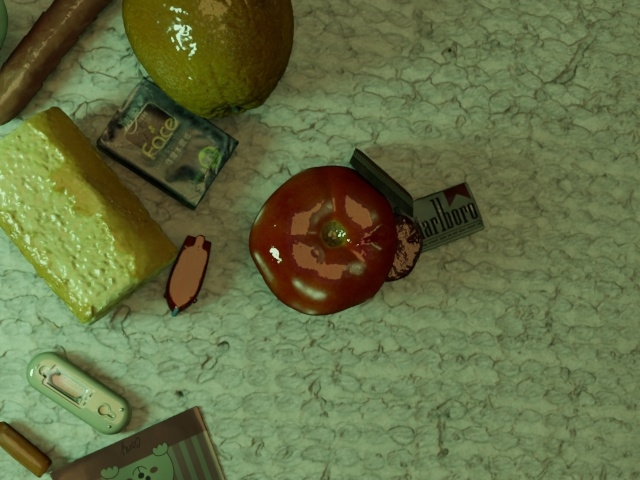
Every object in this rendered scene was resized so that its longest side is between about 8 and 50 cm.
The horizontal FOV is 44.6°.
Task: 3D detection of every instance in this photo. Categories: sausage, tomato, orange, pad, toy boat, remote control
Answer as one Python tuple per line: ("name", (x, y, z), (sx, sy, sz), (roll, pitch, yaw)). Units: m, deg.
("sausage", (-0.525, -0.404, 1.540), (0.088, 0.088, 0.433), (35, 76, -7))
("tomato", (0.000, 0.000, 1.539), (0.299, 0.226, 0.298), (0, 87, -8))
("sausage", (-0.560, 0.387, 1.454), (0.131, 0.041, 0.039), (43, 81, -5))
("orange", (-0.212, -0.417, 1.502), (0.322, 0.322, 0.357), (-17, 97, -15))
("pad", (-0.335, 0.467, 1.485), (0.300, 0.005, 0.202), (-20, 88, -26))
("toy boat", (-0.266, 0.071, 1.555), (0.069, 0.059, 0.173), (18, 86, -10))
("remote control", (-0.460, 0.292, 1.489), (0.221, 0.042, 0.078), (36, 76, -6))
("pad", (0.203, -0.090, 1.586), (0.323, 0.250, 0.055), (22, 105, -1))

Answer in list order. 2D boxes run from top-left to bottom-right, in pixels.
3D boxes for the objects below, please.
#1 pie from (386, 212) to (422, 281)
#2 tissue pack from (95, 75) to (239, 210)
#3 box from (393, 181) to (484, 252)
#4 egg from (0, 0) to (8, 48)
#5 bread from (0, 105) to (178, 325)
("pie", (0.143, 0.015, 1.649), (0.154, 0.036, 0.154), (0, 88, 4))
("tissue pack", (-0.305, -0.193, 1.569), (0.235, 0.073, 0.173), (35, 76, -7))
("box", (0.259, -0.047, 1.703), (0.177, 0.036, 0.115), (-21, 87, -14))
("egg", (-0.751, -0.367, 1.409), (0.371, 0.230, 0.230), (-26, 90, -8))
("bread", (-0.465, -0.049, 1.467), (0.236, 0.165, 0.375), (-41, 92, -13))
